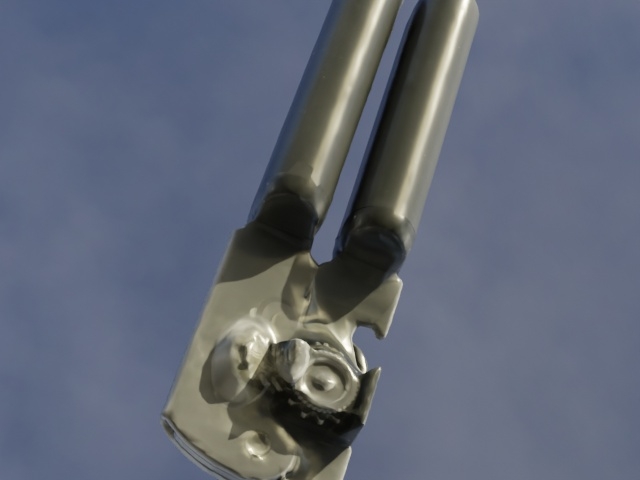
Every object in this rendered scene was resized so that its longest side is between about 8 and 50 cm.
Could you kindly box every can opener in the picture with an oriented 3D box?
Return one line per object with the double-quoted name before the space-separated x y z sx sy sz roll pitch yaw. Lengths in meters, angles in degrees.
"can opener" 0.000 0.000 0.764 0.076 0.095 0.283 22 -129 -3
